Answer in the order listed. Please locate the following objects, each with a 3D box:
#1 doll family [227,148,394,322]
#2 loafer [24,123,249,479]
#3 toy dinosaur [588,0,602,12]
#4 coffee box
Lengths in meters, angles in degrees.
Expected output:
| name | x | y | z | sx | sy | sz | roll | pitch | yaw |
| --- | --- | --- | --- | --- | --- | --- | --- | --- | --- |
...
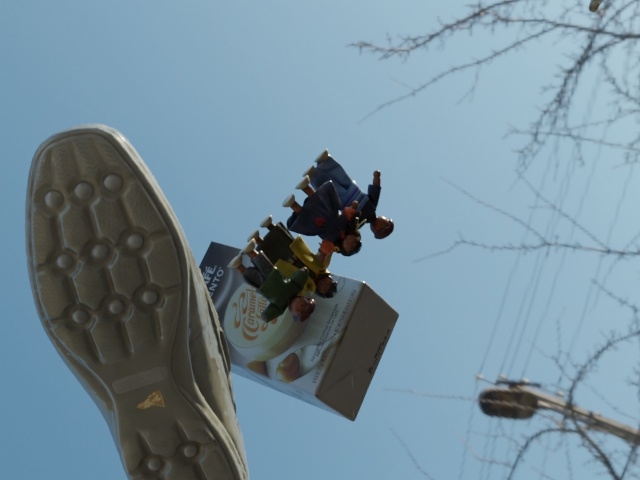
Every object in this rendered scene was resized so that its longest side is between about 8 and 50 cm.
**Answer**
| name | x | y | z | sx | sy | sz | roll | pitch | yaw |
| --- | --- | --- | --- | --- | --- | --- | --- | --- | --- |
| doll family | 0.000 | 0.000 | 0.841 | 0.111 | 0.076 | 0.193 | 41 | -93 | -9 |
| loafer | -0.129 | 0.067 | 0.612 | 0.112 | 0.111 | 0.319 | -13 | -69 | -4 |
| toy dinosaur | 0.206 | -0.272 | 0.642 | 0.183 | 0.053 | 0.093 | 59 | -136 | -25 |
| coffee box | -0.050 | 0.103 | 1.009 | 0.098 | 0.246 | 0.141 | 42 | -113 | -48 |
